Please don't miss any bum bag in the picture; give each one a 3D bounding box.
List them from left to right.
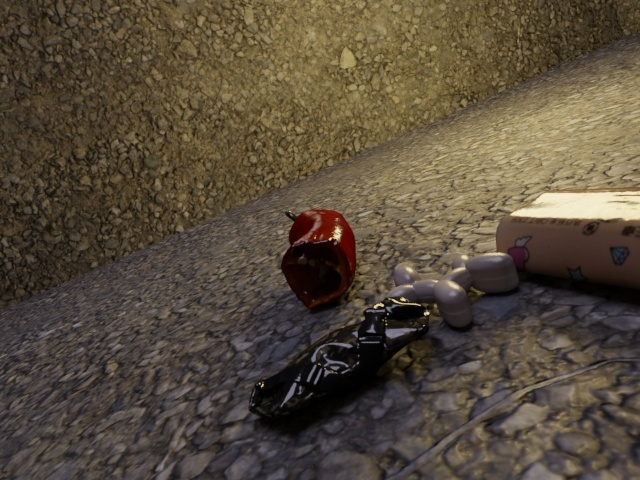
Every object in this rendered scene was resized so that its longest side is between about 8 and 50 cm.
[{"bbox_3d":[0.025,0.143,0.576,0.248,0.069,0.102,-33,24,-6],"label":"bum bag"}]

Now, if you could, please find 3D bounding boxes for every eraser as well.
[{"bbox_3d":[0.368,-0.009,0.575,0.171,0.087,0.290,-30,14,-19],"label":"eraser"}]

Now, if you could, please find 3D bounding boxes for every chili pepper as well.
[{"bbox_3d":[0.005,0.002,0.946,0.131,0.134,0.338,-30,15,9],"label":"chili pepper"}]

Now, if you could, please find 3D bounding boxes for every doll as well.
[{"bbox_3d":[0.165,0.064,0.666,0.161,0.059,0.160,-30,17,-23],"label":"doll"}]
